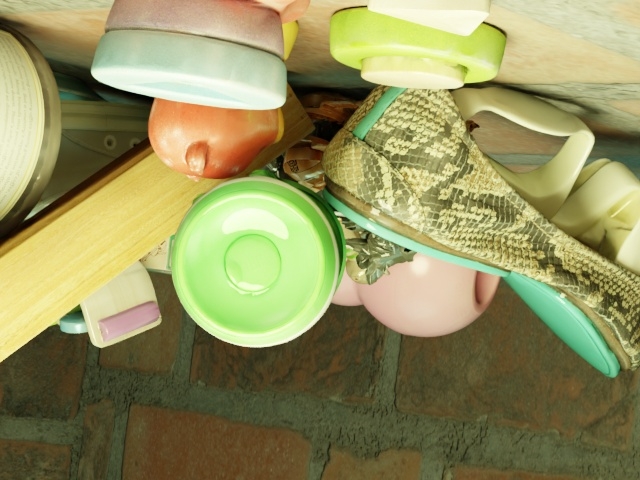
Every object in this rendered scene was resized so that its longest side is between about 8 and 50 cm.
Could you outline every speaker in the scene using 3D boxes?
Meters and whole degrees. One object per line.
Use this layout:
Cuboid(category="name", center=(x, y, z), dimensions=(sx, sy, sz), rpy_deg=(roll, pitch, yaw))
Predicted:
Cuboid(category="speaker", center=(-0.044, 0.013, 1.422), dimensions=(0.131, 0.131, 0.296), rpy_deg=(7, -178, 2))

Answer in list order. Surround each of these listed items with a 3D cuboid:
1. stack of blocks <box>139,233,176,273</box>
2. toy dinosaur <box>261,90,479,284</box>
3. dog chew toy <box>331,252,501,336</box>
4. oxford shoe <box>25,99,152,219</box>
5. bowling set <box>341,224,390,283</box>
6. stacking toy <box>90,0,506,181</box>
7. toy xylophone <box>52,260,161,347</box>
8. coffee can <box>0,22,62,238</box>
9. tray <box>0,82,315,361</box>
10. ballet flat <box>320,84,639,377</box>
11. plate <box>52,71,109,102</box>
Cuboid(category="stack of blocks", center=(-0.189, -0.049, 2.155), dimensions=(0.087, 0.171, 0.297), rpy_deg=(4, 174, 35))
Cuboid(category="toy dinosaur", center=(0.014, -0.070, 1.726), dimensions=(0.218, 0.164, 0.322), rpy_deg=(30, 175, -39))
Cuboid(category="dog chew toy", center=(0.060, -0.002, 2.276), dimensions=(0.332, 0.206, 0.206), rpy_deg=(15, 179, 23))
Cuboid(category="oxford shoe", center=(-0.165, -0.073, 1.896), dimensions=(0.449, 0.130, 0.169), rpy_deg=(-1, 176, -41))
Cuboid(category="bowling set", center=(0.000, 0.000, 2.086), dimensions=(0.287, 0.200, 0.154), rpy_deg=(7, 147, 42))
Cuboid(category="stacking toy", center=(-0.015, -0.109, 1.281), dimensions=(0.280, 0.130, 0.309), rpy_deg=(7, 176, 6))
Cuboid(category="toy xylophone", center=(-0.356, 0.059, 2.082), dimensions=(0.323, 0.081, 0.236), rpy_deg=(10, -162, 42))
Cuboid(category="coffee can", center=(-0.367, -0.107, 1.435), dimensions=(0.202, 0.201, 0.275), rpy_deg=(5, 175, 29))
Cuboid(category="tray", center=(-0.207, -0.003, 1.560), dimensions=(0.411, 0.076, 0.203), rpy_deg=(-38, -170, -38))
Cuboid(category="ballet flat", center=(0.194, -0.022, 1.612), dimensions=(0.483, 0.182, 0.164), rpy_deg=(31, -174, -46))
Cuboid(category="plate", center=(-0.306, -0.159, 1.852), dimensions=(0.188, 0.024, 0.188), rpy_deg=(8, 176, 1))
